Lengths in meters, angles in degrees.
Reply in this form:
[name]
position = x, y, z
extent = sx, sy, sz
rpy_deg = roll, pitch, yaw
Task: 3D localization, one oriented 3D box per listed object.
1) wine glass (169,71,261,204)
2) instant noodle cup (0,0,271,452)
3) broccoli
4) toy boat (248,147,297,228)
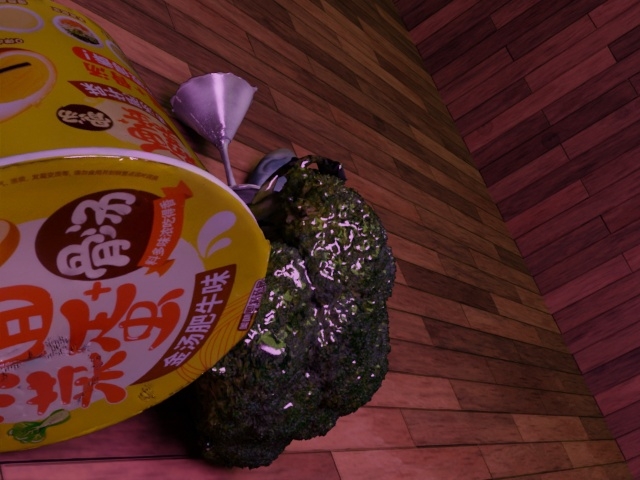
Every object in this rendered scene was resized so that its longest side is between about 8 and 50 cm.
[wine glass]
position = -0.125, -0.118, 1.156
extent = 0.122, 0.122, 0.183
rpy_deg = 26, 40, -52
[instant noodle cup]
position = -0.213, -0.020, 0.638
extent = 0.311, 0.311, 0.221
rpy_deg = 29, 27, -50
[broccoli]
position = -0.066, 0.075, 0.862
extent = 0.283, 0.321, 0.304
rpy_deg = 25, 38, 11
[toy boat]
position = 0.000, 0.000, 1.230
extent = 0.215, 0.123, 0.330
rpy_deg = 51, 21, -33
